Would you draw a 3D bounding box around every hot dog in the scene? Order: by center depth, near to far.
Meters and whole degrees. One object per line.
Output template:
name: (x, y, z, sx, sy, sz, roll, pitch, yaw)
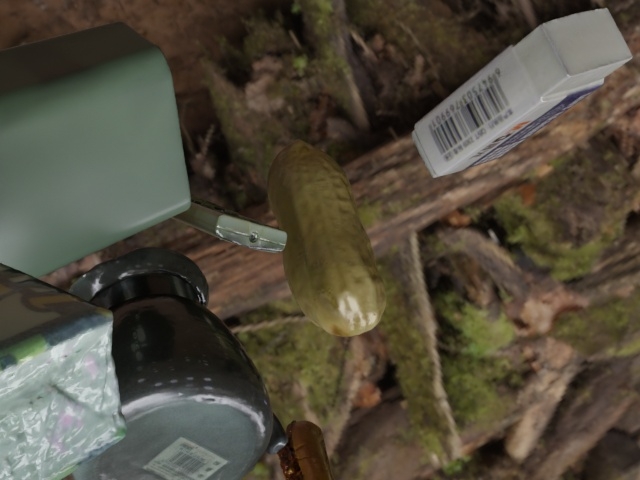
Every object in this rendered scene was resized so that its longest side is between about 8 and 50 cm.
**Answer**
hot dog: (-0.023, 0.370, 1.658, 0.076, 0.249, 0.102, 4, 122, -16)

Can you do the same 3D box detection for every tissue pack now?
tissue pack: (-0.324, 0.097, 0.776, 0.228, 0.310, 0.128, -27, 125, -41)

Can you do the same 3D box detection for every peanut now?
peanut: (0.000, 0.000, 1.552, 0.147, 0.319, 0.147, -16, 151, -9)

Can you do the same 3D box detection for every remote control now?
remote control: (-0.134, -0.026, 1.386, 0.098, 0.233, 0.038, 15, 93, -30)

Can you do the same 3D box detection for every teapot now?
teapot: (-0.157, 0.139, 1.241, 0.305, 0.285, 0.223, 5, 128, -28)

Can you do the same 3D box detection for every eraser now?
eraser: (0.240, -0.175, 1.328, 0.124, 0.081, 0.279, -18, 169, -34)

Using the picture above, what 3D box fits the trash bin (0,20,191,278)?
trash bin: (-0.318, -0.070, 1.098, 0.343, 0.158, 0.223, -21, 128, -24)
